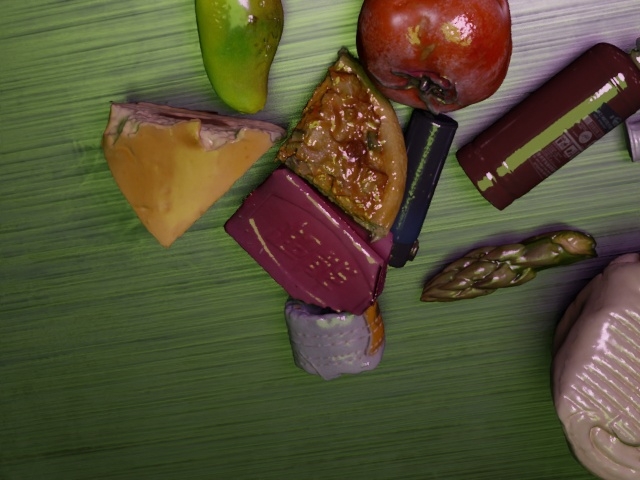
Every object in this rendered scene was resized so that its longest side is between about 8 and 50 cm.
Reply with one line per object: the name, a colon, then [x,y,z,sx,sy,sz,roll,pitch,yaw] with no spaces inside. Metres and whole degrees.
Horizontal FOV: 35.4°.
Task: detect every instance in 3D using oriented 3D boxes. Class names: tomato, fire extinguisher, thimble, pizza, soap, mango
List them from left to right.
mango: [-0.112,-0.296,1.428,0.125,0.111,0.233,-6,112,10]
soap: [0.000,0.000,1.509,0.250,0.099,0.162,43,120,-1]
thimble: [0.025,0.140,1.584,0.151,0.127,0.118,-5,113,13]
pizza: [0.031,-0.139,1.439,0.197,0.058,0.292,-5,80,-19]
tomato: [0.157,-0.286,1.371,0.232,0.232,0.188,22,70,-6]
fire extinguisher: [0.365,-0.183,1.454,0.337,0.135,0.114,-38,64,17]

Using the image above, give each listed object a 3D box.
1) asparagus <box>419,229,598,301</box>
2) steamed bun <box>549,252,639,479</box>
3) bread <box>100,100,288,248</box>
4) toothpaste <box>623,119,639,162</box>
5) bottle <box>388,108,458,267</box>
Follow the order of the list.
asparagus: [0.287,0.039,1.561,0.287,0.080,0.080,-21,109,11]
steamed bun: [0.505,0.211,1.525,0.342,0.255,0.368,42,79,5]
bread: [-0.201,-0.152,1.455,0.224,0.183,0.211,-39,99,14]
toothpaste: [0.597,-0.178,1.452,0.299,0.114,0.073,-13,130,12]
bottle: [0.139,-0.076,1.522,0.082,0.072,0.244,18,112,-3]
